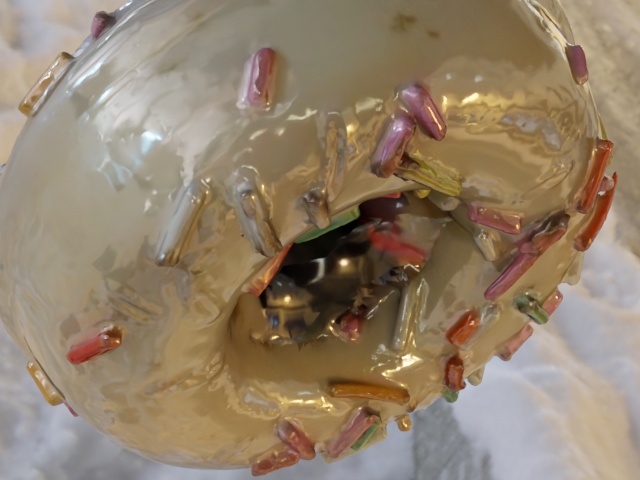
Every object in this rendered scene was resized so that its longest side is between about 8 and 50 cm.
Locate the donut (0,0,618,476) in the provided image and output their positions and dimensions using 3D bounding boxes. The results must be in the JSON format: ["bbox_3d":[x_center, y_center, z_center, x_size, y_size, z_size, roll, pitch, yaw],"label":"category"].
[{"bbox_3d":[0.000,0.000,0.714,0.382,0.382,0.142,8,40,-40],"label":"donut"}]
